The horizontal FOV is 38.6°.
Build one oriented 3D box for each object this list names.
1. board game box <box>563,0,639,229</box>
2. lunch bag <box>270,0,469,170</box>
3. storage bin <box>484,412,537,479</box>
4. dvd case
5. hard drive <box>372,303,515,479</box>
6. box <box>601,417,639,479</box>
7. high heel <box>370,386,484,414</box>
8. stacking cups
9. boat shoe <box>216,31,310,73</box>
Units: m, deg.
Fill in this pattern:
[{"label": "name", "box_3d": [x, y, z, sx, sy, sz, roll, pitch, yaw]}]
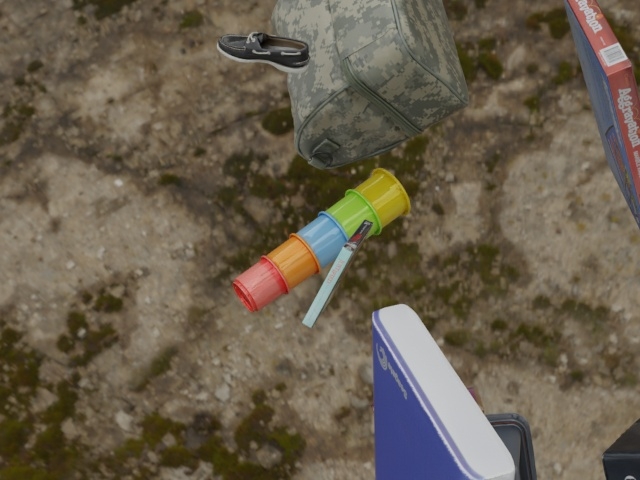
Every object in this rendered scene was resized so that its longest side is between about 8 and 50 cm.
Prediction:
[{"label": "board game box", "box_3d": [0.310, -0.124, 0.949, 0.027, 0.281, 0.145, -20, 48, 14]}, {"label": "lunch bag", "box_3d": [0.052, -0.282, 1.367, 0.256, 0.212, 0.305, -28, 53, 26]}, {"label": "storage bin", "box_3d": [0.204, 0.286, 1.075, 0.098, 0.135, 0.091, -6, 19, 14]}, {"label": "dvd case", "box_3d": [0.019, 0.030, 0.897, 0.013, 0.119, 0.087, 29, 109, 3]}, {"label": "hard drive", "box_3d": [0.098, 0.245, 0.811, 0.040, 0.319, 0.210, -12, 34, -13]}, {"label": "box", "box_3d": [0.620, 0.413, 0.990, 0.471, 0.297, 0.480, -13, 88, 35]}, {"label": "high heel", "box_3d": [0.178, 0.357, 1.389, 0.181, 0.127, 0.377, -7, 23, 3]}, {"label": "stacking cups", "box_3d": [0.000, 0.000, 1.479, 0.316, 0.096, 0.096, -34, 62, -20]}, {"label": "boat shoe", "box_3d": [-0.073, -0.248, 1.172, 0.125, 0.038, 0.046, 18, 50, 11]}]
